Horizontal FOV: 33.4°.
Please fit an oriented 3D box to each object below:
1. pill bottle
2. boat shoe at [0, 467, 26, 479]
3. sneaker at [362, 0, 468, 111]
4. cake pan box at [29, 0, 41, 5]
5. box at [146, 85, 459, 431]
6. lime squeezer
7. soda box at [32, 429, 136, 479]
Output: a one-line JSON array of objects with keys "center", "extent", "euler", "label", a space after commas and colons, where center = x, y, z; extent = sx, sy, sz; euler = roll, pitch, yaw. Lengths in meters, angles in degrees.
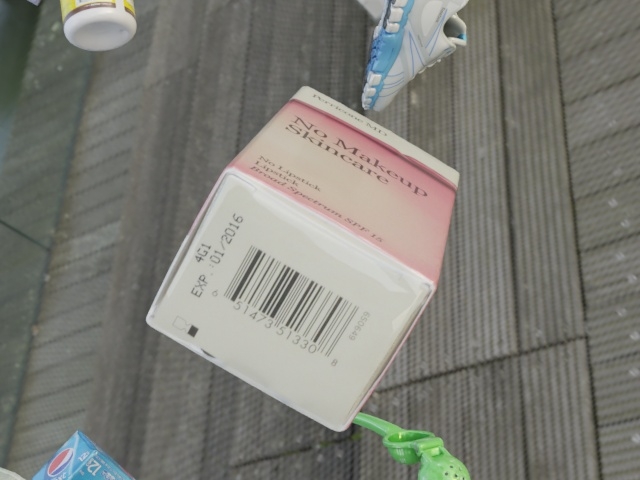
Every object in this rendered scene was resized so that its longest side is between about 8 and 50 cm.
[{"center": [-0.373, -0.430, 1.760], "extent": [0.117, 0.117, 0.215], "euler": [-22, 68, 30], "label": "pill bottle"}, {"center": [-0.391, 0.398, 1.472], "extent": [0.303, 0.114, 0.091], "euler": [19, 108, 23], "label": "boat shoe"}, {"center": [0.087, -0.174, 0.971], "extent": [0.190, 0.083, 0.071], "euler": [112, 166, -63], "label": "sneaker"}, {"center": [-0.304, -0.316, 0.846], "extent": [0.070, 0.246, 0.267], "euler": [-66, 16, -16], "label": "cake pan box"}, {"center": [0.000, 0.000, 0.749], "extent": [0.127, 0.149, 0.232], "euler": [-60, 1, 23], "label": "box"}, {"center": [0.110, 0.250, 1.146], "extent": [0.059, 0.110, 0.310], "euler": [-23, 45, -19], "label": "lime squeezer"}, {"center": [-0.201, 0.297, 1.126], "extent": [0.071, 0.210, 0.067], "euler": [-47, 26, -13], "label": "soda box"}]
